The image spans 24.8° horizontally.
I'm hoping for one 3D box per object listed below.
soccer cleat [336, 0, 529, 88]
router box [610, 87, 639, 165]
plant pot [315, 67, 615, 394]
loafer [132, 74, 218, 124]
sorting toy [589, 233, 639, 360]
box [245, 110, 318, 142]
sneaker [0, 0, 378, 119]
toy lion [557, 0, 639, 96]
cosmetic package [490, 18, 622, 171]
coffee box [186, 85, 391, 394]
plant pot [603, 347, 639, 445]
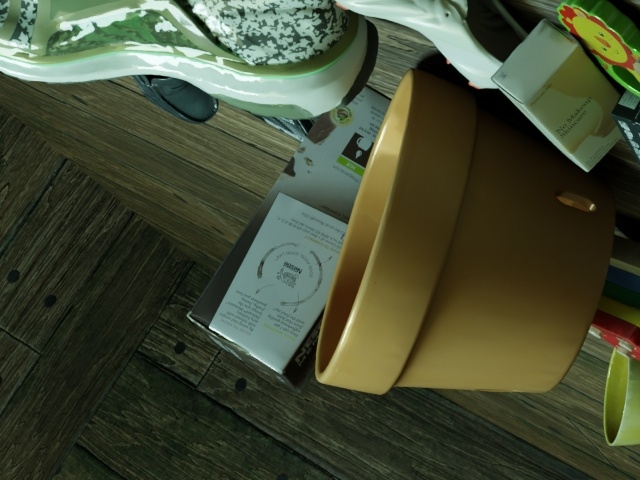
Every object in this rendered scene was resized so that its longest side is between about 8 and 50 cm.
[{"bbox_3d":[0.075,-0.181,1.063,0.196,0.068,0.076,32,159,-11],"label":"soccer cleat"},{"bbox_3d":[0.274,-0.063,1.058,0.092,0.038,0.122,25,169,37],"label":"router box"},{"bbox_3d":[0.133,0.012,1.302,0.204,0.290,0.291,16,172,-4],"label":"plant pot"},{"bbox_3d":[-0.193,-0.211,1.786,0.078,0.076,0.223,35,172,45],"label":"loafer"},{"bbox_3d":[0.383,0.111,1.361,0.257,0.089,0.255,34,176,-33],"label":"sorting toy"},{"bbox_3d":[-0.090,-0.190,1.640,0.191,0.045,0.184,30,169,22],"label":"box"},{"bbox_3d":[-0.153,-0.234,1.230,0.410,0.158,0.182,9,145,9],"label":"sneaker"},{"bbox_3d":[0.204,-0.129,0.985,0.096,0.034,0.100,36,174,29],"label":"toy lion"},{"bbox_3d":[0.178,-0.103,1.055,0.115,0.060,0.041,32,-169,-49],"label":"cosmetic package"},{"bbox_3d":[0.000,0.000,1.528,0.119,0.297,0.168,31,171,11],"label":"coffee box"},{"bbox_3d":[0.403,0.186,1.757,0.095,0.134,0.134,7,170,1],"label":"plant pot"}]
